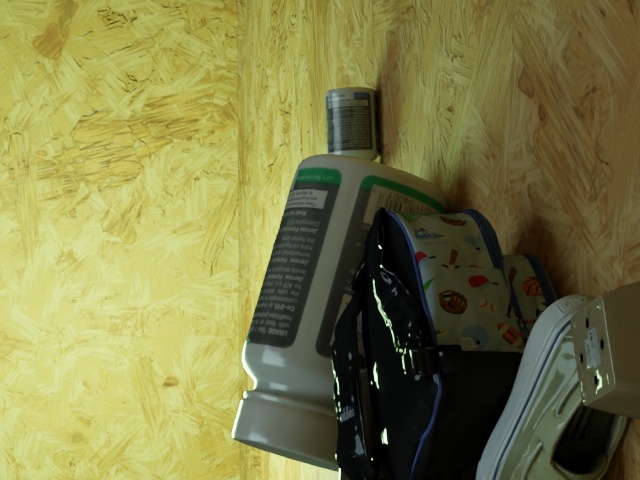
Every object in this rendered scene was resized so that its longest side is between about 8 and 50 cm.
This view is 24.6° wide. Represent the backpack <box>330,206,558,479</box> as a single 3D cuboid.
[{"bbox_3d":[0.130,0.098,1.503,0.276,0.213,0.263,112,148,-48],"label":"backpack"}]

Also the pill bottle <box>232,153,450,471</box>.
[{"bbox_3d":[0.021,0.093,1.807,0.204,0.204,0.361,142,145,-76],"label":"pill bottle"}]

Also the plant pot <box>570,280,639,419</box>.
[{"bbox_3d":[0.255,0.084,1.144,0.109,0.096,0.109,118,148,-70],"label":"plant pot"}]

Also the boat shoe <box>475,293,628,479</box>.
[{"bbox_3d":[0.216,0.194,1.345,0.094,0.109,0.302,-120,31,-53],"label":"boat shoe"}]

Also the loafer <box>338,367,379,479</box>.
[{"bbox_3d":[0.065,0.207,1.647,0.134,0.130,0.366,-45,17,57],"label":"loafer"}]

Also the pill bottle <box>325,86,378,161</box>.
[{"bbox_3d":[0.048,-0.158,2.206,0.078,0.078,0.137,162,106,-78],"label":"pill bottle"}]
